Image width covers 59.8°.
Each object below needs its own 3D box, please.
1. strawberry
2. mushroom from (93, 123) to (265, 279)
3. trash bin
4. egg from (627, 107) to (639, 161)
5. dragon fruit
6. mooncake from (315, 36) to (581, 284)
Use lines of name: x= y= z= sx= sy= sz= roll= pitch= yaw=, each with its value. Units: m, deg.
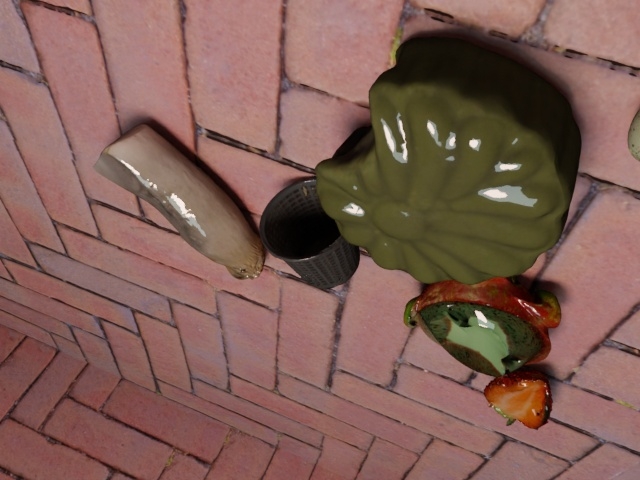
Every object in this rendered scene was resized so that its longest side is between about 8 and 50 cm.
strawberry: x=0.422 y=0.320 z=1.167 sx=0.140 sy=0.085 sz=0.192 roll=8 pitch=134 yaw=36
mushroom: x=-0.252 y=-0.060 z=1.107 sx=0.397 sy=0.126 sz=0.177 roll=42 pitch=151 yaw=-19
trash bin: x=0.000 y=0.000 z=1.003 sx=0.175 sy=0.176 sz=0.161 roll=7 pitch=151 yaw=25
egg: x=0.407 y=-0.130 z=0.645 sx=0.085 sy=0.085 sz=0.110 roll=29 pitch=146 yaw=-2
dragon fruit: x=0.295 y=0.145 z=1.012 sx=0.268 sy=0.130 sz=0.295 roll=7 pitch=139 yaw=32
mooncake: x=0.169 y=-0.085 z=0.767 sx=0.350 sy=0.187 sz=0.352 roll=15 pitch=139 yaw=14
